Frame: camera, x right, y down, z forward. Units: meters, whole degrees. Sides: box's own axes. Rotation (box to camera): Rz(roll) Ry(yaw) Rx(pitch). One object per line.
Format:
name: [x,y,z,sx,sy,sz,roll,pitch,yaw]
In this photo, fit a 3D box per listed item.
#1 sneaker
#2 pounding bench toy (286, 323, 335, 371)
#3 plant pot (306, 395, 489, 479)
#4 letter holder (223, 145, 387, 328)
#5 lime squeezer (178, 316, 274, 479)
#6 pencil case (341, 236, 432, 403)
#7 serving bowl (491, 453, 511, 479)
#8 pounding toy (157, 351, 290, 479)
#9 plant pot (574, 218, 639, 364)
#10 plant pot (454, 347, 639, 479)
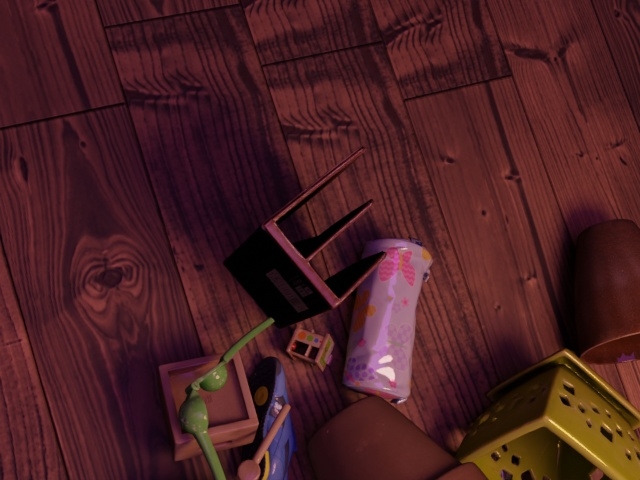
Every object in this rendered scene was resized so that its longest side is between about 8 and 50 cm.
sneaker: [-0.076,0.296,1.279,0.082,0.069,0.210,22,63,-42]
pounding bench toy: [-0.016,0.183,1.322,0.065,0.083,0.052,17,69,20]
plant pot: [0.100,0.375,1.225,0.263,0.263,0.229,-28,61,-20]
letter holder: [0.000,0.000,1.228,0.214,0.302,0.152,-41,93,-20]
lime squeezer: [-0.144,0.227,1.157,0.109,0.059,0.311,13,53,-3]
pencil case: [0.113,0.132,1.338,0.124,0.113,0.273,22,72,-32]
serving bowl: [0.298,0.411,1.381,0.083,0.027,0.083,3,77,-16]
pounding toy: [-0.140,0.285,1.212,0.181,0.094,0.206,-9,59,-18]
plant pot: [0.556,0.085,1.448,0.215,0.215,0.231,0,65,-17]
plant pot: [0.391,0.326,1.312,0.227,0.228,0.207,40,43,-6]
